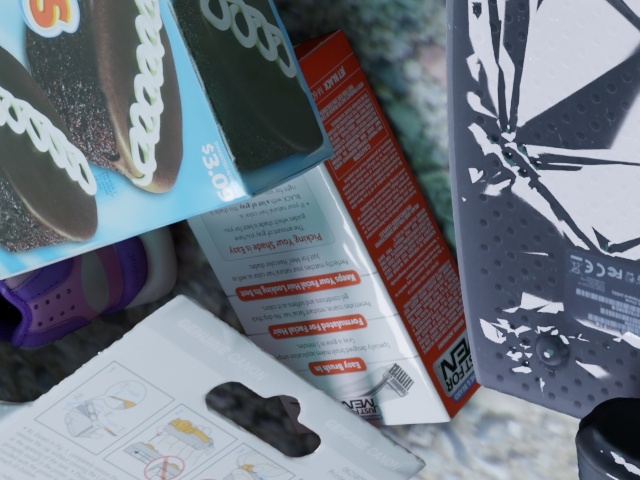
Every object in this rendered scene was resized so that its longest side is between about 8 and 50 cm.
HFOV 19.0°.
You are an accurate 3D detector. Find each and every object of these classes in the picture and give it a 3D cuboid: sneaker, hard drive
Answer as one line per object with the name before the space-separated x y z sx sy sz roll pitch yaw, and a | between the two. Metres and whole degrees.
sneaker | -0.189 0.000 0.943 0.236 0.104 0.095 12 129 33
hard drive | 0.131 -0.033 0.699 0.172 0.054 0.255 17 131 28

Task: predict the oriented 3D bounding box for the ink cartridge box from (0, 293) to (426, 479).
ink cartridge box | -0.099 0.113 0.842 0.232 0.066 0.189 -40 136 12

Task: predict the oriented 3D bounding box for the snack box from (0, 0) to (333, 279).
snack box | -0.132 -0.153 0.774 0.187 0.060 0.322 -16 98 44

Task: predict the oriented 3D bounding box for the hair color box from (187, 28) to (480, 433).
hair color box | 0.000 0.000 0.830 0.093 0.053 0.167 -10 113 43

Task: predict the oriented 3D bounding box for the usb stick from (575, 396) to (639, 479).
usb stick | 0.147 0.165 0.803 0.077 0.045 0.278 19 144 25
